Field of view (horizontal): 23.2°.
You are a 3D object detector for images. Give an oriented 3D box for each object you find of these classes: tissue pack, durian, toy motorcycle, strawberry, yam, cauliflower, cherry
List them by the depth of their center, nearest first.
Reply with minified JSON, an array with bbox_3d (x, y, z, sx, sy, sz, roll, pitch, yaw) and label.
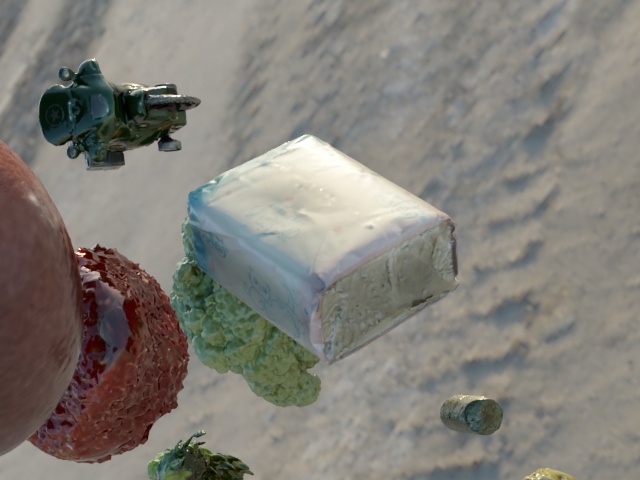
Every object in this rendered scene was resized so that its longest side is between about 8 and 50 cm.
[{"bbox_3d":[-0.264,0.031,0.998,0.285,0.236,0.213,112,179,-45],"label":"cherry"},{"bbox_3d":[0.158,0.183,1.638,0.043,0.043,0.094,-59,9,-10],"label":"yam"},{"bbox_3d":[-0.002,0.001,1.723,0.201,0.124,0.271,-30,39,-24],"label":"tissue pack"},{"bbox_3d":[-0.282,0.125,1.835,0.261,0.257,0.261,-5,75,19],"label":"strawberry"},{"bbox_3d":[-0.261,-0.148,1.924,0.274,0.187,0.125,162,103,-72],"label":"toy motorcycle"},{"bbox_3d":[-0.161,0.329,2.024,0.375,0.132,0.106,90,-164,-48],"label":"durian"},{"bbox_3d":[-0.091,0.088,2.244,0.260,0.327,0.281,-19,6,4],"label":"cauliflower"}]

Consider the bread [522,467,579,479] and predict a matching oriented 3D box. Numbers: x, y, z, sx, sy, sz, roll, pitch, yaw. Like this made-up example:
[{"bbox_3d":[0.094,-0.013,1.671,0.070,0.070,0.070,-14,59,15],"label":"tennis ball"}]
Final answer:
[{"bbox_3d":[0.381,0.376,1.759,0.084,0.367,0.077,-32,-29,-57],"label":"bread"}]
